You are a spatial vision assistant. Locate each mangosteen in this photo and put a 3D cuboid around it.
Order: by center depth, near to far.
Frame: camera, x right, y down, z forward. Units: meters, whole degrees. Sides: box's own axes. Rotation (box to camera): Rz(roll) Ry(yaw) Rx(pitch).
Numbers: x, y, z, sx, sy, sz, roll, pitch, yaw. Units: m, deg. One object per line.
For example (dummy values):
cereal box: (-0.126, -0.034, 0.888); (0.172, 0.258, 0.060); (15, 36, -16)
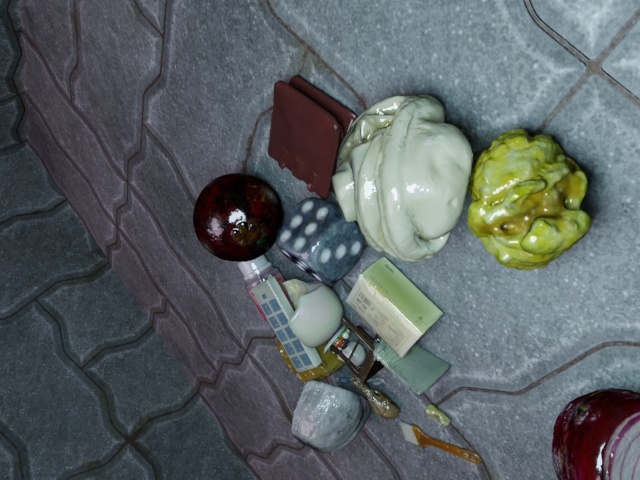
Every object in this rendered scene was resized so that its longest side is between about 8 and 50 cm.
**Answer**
mangosteen: (-0.262, -0.077, 1.773); (0.311, 0.311, 0.311); (31, 137, 33)

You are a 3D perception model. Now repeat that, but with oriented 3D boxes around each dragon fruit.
dragon fruit: (0.042, 0.628, 1.916); (0.204, 0.221, 0.283); (13, 156, 29)

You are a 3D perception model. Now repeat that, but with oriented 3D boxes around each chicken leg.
chicken leg: (0.176, 0.524, 1.851); (0.198, 0.069, 0.085); (42, 169, 5)

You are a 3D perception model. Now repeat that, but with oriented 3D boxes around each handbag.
handbag: (-0.033, -0.277, 1.496); (0.260, 0.084, 0.275); (38, 141, 25)

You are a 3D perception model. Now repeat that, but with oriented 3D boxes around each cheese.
cheese: (0.356, 0.534, 1.680); (0.083, 0.044, 0.030); (36, 124, 32)

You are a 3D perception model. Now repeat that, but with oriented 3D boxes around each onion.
onion: (0.614, 0.468, 1.116); (0.336, 0.282, 0.260); (47, 165, -1)

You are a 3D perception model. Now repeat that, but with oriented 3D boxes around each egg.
egg: (-0.011, 0.219, 1.789); (0.206, 0.162, 0.271); (55, -170, -19)

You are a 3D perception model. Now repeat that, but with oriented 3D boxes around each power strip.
power strip: (-0.120, 0.279, 1.864); (0.106, 0.043, 0.367); (-31, 88, 44)

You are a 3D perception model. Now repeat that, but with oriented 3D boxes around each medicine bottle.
medicine bottle: (-0.193, 0.164, 1.983); (0.247, 0.147, 0.147); (58, 146, -2)

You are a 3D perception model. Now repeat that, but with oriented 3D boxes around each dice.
dice: (0.000, 0.000, 1.536); (0.181, 0.182, 0.183); (26, 165, 43)

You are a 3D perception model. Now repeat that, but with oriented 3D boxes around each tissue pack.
tissue pack: (0.200, 0.183, 1.528); (0.234, 0.125, 0.159); (44, 144, 17)

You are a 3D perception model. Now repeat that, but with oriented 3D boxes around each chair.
chair: (0.200, 0.344, 1.633); (0.319, 0.160, 0.186); (41, 137, 24)

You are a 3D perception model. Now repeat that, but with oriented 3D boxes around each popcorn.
popcorn: (0.375, -0.076, 1.030); (0.250, 0.235, 0.242); (61, 166, 17)

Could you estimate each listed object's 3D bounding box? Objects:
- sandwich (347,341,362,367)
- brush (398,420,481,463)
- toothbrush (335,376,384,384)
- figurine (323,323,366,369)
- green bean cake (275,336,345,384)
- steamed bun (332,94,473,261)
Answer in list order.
sandwich: (0.111, 0.402, 1.891); (0.135, 0.029, 0.067); (60, 151, -4)
brush: (0.380, 0.654, 1.771); (0.314, 0.017, 0.090); (2, 120, 50)
toothbrush: (0.130, 0.495, 1.946); (0.276, 0.025, 0.019); (-19, 102, 55)
figurine: (0.103, 0.362, 1.804); (0.154, 0.132, 0.132); (40, 143, 10)
green bean cake: (-0.041, 0.400, 1.989); (0.229, 0.131, 0.224); (51, 144, 9)
steamed bun: (0.148, -0.133, 1.169); (0.339, 0.247, 0.352); (108, 165, -50)
